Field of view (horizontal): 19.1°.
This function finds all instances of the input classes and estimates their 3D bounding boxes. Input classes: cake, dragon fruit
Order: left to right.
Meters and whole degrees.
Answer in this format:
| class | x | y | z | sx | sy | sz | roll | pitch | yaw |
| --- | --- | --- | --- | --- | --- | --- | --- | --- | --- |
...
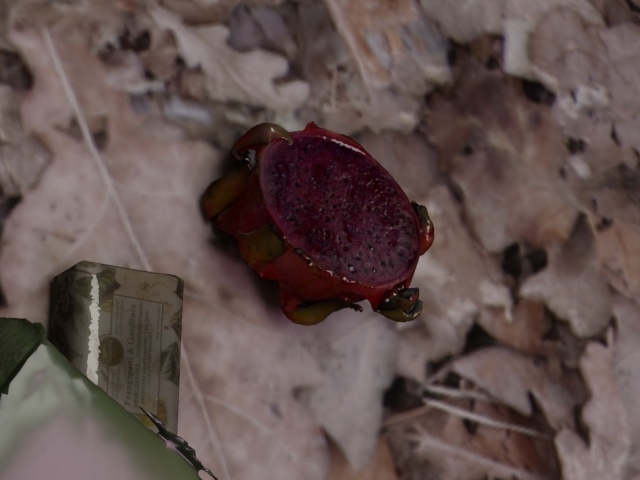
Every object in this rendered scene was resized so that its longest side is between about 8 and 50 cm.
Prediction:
| class | x | y | z | sx | sy | sz | roll | pitch | yaw |
| --- | --- | --- | --- | --- | --- | --- | --- | --- | --- |
| cake | -0.100 | 0.182 | 0.842 | 0.283 | 0.158 | 0.172 | 45 | 74 | -23 |
| dragon fruit | -0.002 | -0.004 | 1.035 | 0.126 | 0.068 | 0.112 | 31 | 42 | -8 |

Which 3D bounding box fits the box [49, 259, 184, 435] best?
| class | x | y | z | sx | sy | sz | roll | pitch | yaw |
| --- | --- | --- | --- | --- | --- | --- | --- | --- | --- |
| box | -0.103 | 0.062 | 0.953 | 0.062 | 0.045 | 0.098 | 9 | 72 | -31 |
